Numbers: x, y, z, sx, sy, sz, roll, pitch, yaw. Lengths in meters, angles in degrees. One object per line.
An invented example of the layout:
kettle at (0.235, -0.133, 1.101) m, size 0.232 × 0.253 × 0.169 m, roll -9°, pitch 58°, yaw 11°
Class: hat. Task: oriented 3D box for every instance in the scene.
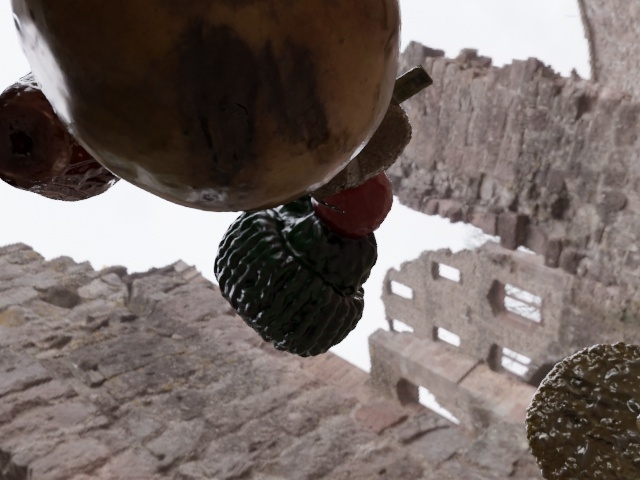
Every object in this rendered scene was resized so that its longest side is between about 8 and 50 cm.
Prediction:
hat at (0.000, 0.000, 0.985) m, size 0.332 × 0.274 × 0.242 m, roll -53°, pitch -23°, yaw 25°

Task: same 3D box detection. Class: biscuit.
biscuit at (0.326, 0.198, 0.633) m, size 0.220 × 0.220 × 0.033 m, roll -44°, pitch -40°, yaw -25°

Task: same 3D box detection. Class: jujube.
jujube at (-0.351, -0.147, 0.845) m, size 0.198 × 0.290 × 0.197 m, roll 0°, pitch -76°, yaw -1°

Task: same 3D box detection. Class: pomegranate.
pomegranate at (-0.083, -0.180, 0.507) m, size 0.322 × 0.322 × 0.321 m, roll -22°, pitch -57°, yaw -40°

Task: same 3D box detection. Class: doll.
doll at (0.051, -0.136, 0.776) m, size 0.221 × 0.105 × 0.115 m, roll -44°, pitch -76°, yaw -15°

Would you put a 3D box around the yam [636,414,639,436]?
yam at (0.283, 0.194, 0.469) m, size 0.145 × 0.032 × 0.032 m, roll -87°, pitch -9°, yaw -58°
